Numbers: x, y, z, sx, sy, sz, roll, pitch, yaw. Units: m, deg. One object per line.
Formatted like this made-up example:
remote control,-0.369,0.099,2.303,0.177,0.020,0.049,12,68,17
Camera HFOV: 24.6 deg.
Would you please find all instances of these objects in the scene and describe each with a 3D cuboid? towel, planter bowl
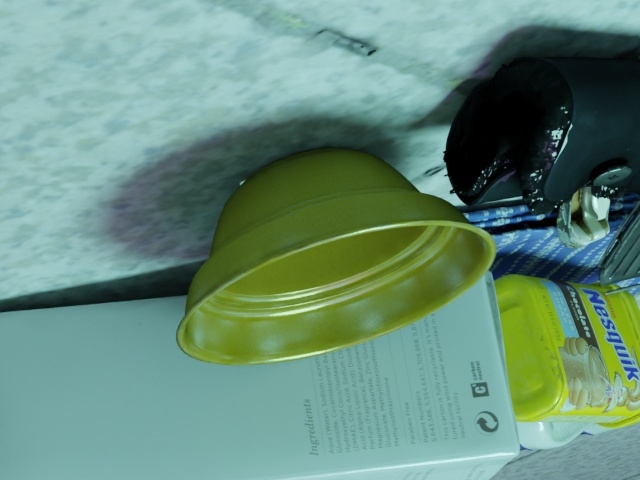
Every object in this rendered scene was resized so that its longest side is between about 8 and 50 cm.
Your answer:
towel,0.182,0.028,1.251,0.336,0.040,0.243,-7,158,-23
planter bowl,0.000,0.000,0.970,0.217,0.090,0.217,-14,158,-6

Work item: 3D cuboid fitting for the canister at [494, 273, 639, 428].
canister,0.207,0.093,1.222,0.073,0.126,0.170,-28,157,34

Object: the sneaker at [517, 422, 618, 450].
sneaker,0.167,0.138,1.447,0.236,0.130,0.322,-5,-177,31

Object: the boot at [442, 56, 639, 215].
boot,0.216,-0.085,0.906,0.207,0.094,0.246,-4,163,-38

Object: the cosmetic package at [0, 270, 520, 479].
cosmetic package,-0.065,0.139,1.134,0.384,0.156,0.217,-3,159,-13

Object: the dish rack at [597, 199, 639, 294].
dish rack,0.353,-0.022,1.134,0.271,0.074,0.208,-12,147,-24

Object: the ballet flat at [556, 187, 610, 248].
ballet flat,0.198,-0.023,1.085,0.041,0.041,0.114,-14,140,-6
